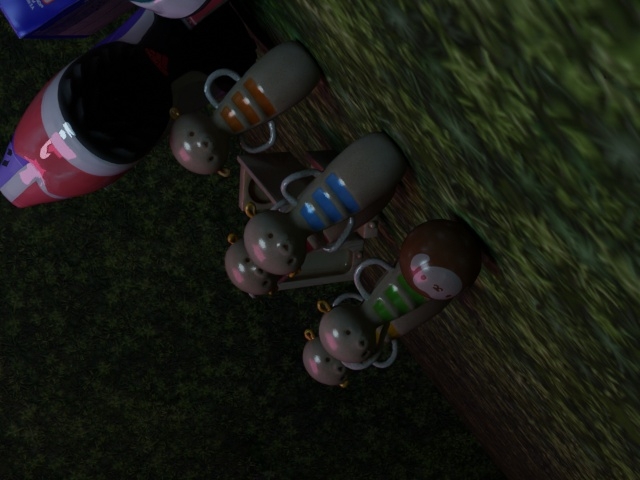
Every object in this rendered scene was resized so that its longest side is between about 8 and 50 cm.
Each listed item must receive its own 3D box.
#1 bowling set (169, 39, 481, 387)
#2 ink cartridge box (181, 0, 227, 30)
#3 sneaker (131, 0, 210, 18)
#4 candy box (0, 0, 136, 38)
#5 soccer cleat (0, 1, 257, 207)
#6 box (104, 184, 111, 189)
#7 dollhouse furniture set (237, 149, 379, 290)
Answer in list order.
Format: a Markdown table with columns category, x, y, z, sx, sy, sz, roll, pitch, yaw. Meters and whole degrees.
| category | x | y | z | sx | sy | sz | roll | pitch | yaw |
| --- | --- | --- | --- | --- | --- | --- | --- | --- | --- |
| bowling set | 0.009 | 0.007 | 0.652 | 0.287 | 0.154 | 0.200 | 52 | 178 | -20 |
| ink cartridge box | -0.119 | -0.233 | 0.688 | 0.135 | 0.056 | 0.099 | 52 | 179 | -15 |
| sneaker | -0.190 | -0.235 | 0.513 | 0.178 | 0.123 | 0.295 | 13 | -156 | -49 |
| candy box | -0.351 | -0.394 | 1.119 | 0.268 | 0.122 | 0.317 | 60 | -175 | -12 |
| soccer cleat | -0.154 | -0.130 | 0.763 | 0.108 | 0.116 | 0.318 | 53 | -148 | -15 |
| box | -0.203 | -0.175 | 1.118 | 0.059 | 0.233 | 0.183 | 46 | 180 | -21 |
| dollhouse furniture set | 0.000 | 0.000 | 0.919 | 0.123 | 0.144 | 0.151 | -131 | 40 | -54 |
